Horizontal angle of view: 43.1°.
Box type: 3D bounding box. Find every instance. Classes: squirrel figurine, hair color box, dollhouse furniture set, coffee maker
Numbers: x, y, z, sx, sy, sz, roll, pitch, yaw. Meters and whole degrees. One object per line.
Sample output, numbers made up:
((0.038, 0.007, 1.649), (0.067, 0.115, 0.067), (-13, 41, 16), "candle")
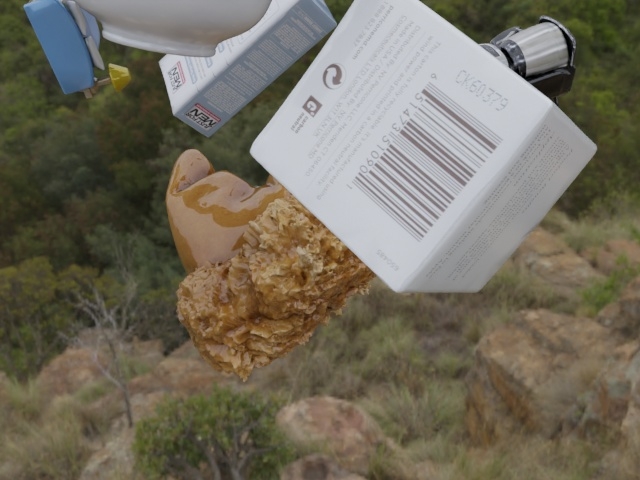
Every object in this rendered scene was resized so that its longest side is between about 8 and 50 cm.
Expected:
((0.000, 0.000, 1.087), (0.370, 0.281, 0.397), (-18, 27, 15), "squirrel figurine")
((-0.162, -0.413, 1.714), (0.374, 0.113, 0.185), (-37, 50, 19), "hair color box")
((-0.330, -0.409, 1.230), (0.198, 0.303, 0.286), (-16, 32, 0), "dollhouse furniture set")
((0.308, -0.251, 1.301), (0.178, 0.171, 0.120), (-22, 25, -15), "coffee maker")

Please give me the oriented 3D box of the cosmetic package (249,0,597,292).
((0.081, -0.065, 0.587), (0.151, 0.151, 0.183), (44, 15, 22), "cosmetic package")

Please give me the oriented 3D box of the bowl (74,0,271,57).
((-0.191, -0.307, 1.003), (0.298, 0.134, 0.298), (10, 19, -3), "bowl")
